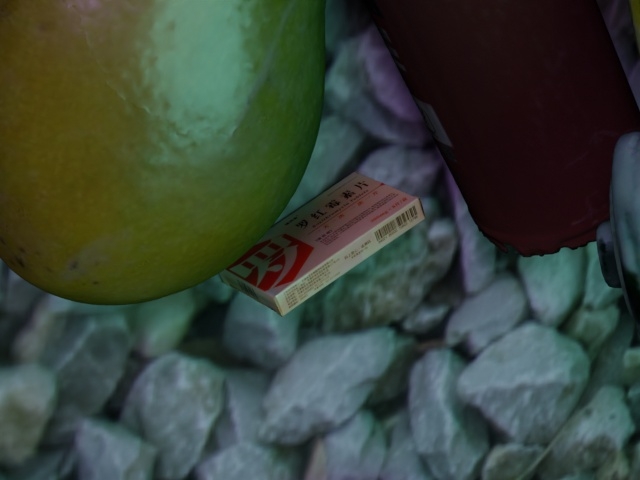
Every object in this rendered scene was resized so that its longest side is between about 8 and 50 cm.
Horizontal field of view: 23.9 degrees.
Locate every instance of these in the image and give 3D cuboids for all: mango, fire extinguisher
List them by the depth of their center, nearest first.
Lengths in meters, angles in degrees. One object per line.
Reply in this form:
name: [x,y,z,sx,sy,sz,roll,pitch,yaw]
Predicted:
mango: [-0.069,-0.092,0.614,0.156,0.114,0.251,13,113,-5]
fire extinguisher: [0.043,-0.134,0.714,0.147,0.106,0.337,-29,125,4]

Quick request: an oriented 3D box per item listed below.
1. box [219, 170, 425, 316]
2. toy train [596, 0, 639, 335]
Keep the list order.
box: [0.000,0.000,0.753,0.093,0.058,0.015,-34,121,-22]
toy train: [0.201,-0.135,0.685,0.272,0.179,0.442,-41,118,-68]
